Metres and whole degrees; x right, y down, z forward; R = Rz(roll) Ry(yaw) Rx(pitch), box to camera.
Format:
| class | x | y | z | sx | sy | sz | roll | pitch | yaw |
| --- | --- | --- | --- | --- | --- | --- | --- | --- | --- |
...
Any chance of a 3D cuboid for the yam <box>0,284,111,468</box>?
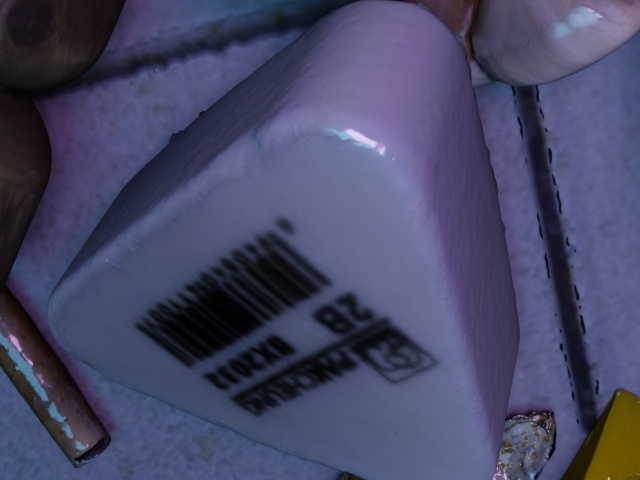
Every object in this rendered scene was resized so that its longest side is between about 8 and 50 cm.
| class | x | y | z | sx | sy | sz | roll | pitch | yaw |
| --- | --- | --- | --- | --- | --- | --- | --- | --- | --- |
| yam | -0.265 | 0.078 | 0.778 | 0.046 | 0.046 | 0.264 | -28 | 101 | 19 |

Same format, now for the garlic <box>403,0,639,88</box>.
| class | x | y | z | sx | sy | sz | roll | pitch | yaw |
| --- | --- | --- | --- | --- | --- | --- | --- | --- | --- |
| garlic | 0.124 | -0.147 | 0.589 | 0.174 | 0.124 | 0.099 | -10 | 141 | 46 |

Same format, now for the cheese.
| class | x | y | z | sx | sy | sz | roll | pitch | yaw |
| --- | --- | --- | --- | --- | --- | --- | --- | --- | --- |
| cheese | 0.237 | 0.211 | 0.717 | 0.093 | 0.126 | 0.171 | 26 | 94 | 7 |

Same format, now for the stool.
| class | x | y | z | sx | sy | sz | roll | pitch | yaw |
| --- | --- | --- | --- | --- | --- | --- | --- | --- | --- |
| stool | -0.264 | -0.088 | 0.624 | 0.179 | 0.179 | 0.264 | 27 | 103 | 0 |

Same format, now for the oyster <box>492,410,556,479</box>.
| class | x | y | z | sx | sy | sz | roll | pitch | yaw |
| --- | --- | --- | --- | --- | --- | --- | --- | --- | --- |
| oyster | 0.161 | 0.166 | 0.744 | 0.054 | 0.019 | 0.083 | 35 | 114 | -1 |

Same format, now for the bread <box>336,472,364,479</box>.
| class | x | y | z | sx | sy | sz | roll | pitch | yaw |
| --- | --- | --- | --- | --- | --- | --- | --- | --- | --- |
| bread | 0.079 | 0.245 | 0.764 | 0.156 | 0.064 | 0.118 | 16 | 116 | 4 |

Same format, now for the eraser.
| class | x | y | z | sx | sy | sz | roll | pitch | yaw |
| --- | --- | --- | --- | --- | --- | --- | --- | --- | --- |
| eraser | 0.000 | 0.000 | 0.597 | 0.331 | 0.150 | 0.331 | 11 | 132 | 12 |
